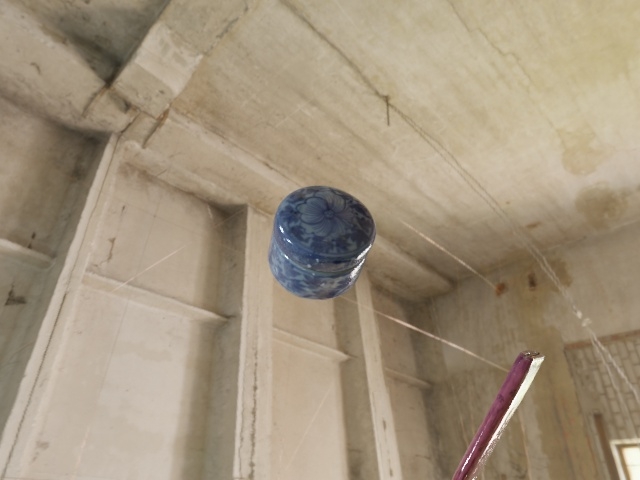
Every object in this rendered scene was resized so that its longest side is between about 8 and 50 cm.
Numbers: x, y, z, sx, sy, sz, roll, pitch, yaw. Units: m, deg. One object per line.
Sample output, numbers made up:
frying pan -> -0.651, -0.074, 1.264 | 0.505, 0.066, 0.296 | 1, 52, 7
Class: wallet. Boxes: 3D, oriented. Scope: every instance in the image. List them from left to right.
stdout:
wallet -> 0.276, 0.276, 0.682 | 0.119, 0.025, 0.232 | 18, -80, -54

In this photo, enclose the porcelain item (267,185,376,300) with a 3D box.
porcelain item -> 0.000, 0.000, 0.643 | 0.147, 0.114, 0.147 | 7, -131, -9
